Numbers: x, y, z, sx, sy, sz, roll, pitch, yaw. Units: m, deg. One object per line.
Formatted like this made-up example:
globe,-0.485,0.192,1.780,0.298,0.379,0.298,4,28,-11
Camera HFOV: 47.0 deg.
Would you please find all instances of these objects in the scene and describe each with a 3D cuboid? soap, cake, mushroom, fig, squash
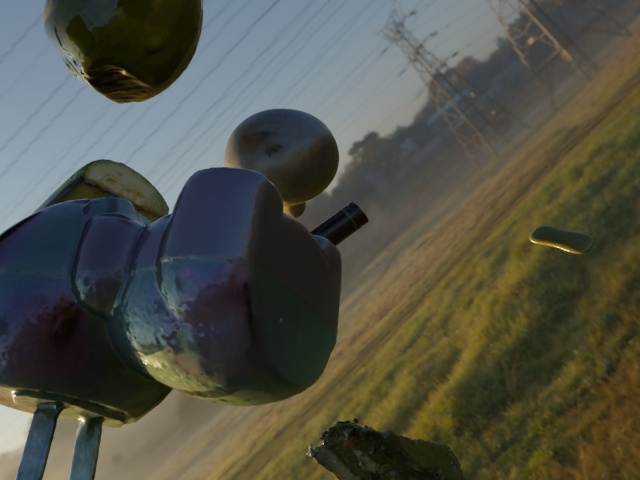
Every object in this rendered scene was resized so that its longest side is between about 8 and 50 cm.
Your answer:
soap,0.306,-0.002,0.937,0.034,0.012,0.089,-46,36,-20
cake,0.052,0.169,0.532,0.051,0.055,0.140,-43,-44,20
mushroom,-0.067,-0.125,1.326,0.207,0.207,0.215,-41,-31,-26
fig,-0.301,-0.360,1.189,0.271,0.239,0.239,-49,-2,-2
squash,-0.394,-0.025,1.194,0.252,0.093,0.169,-36,-41,25

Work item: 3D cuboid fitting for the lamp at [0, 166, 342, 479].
lamp,-0.148,0.080,0.596,0.301,0.248,0.247,-7,-24,25

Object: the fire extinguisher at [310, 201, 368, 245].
fire extinguisher,0.000,0.000,1.145,0.158,0.043,0.064,-36,31,-6
